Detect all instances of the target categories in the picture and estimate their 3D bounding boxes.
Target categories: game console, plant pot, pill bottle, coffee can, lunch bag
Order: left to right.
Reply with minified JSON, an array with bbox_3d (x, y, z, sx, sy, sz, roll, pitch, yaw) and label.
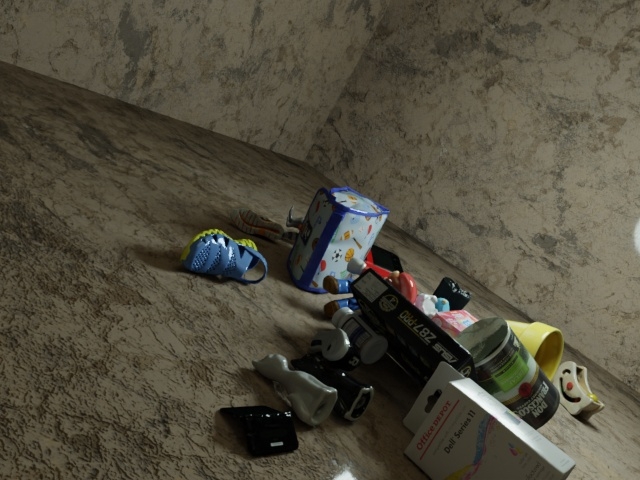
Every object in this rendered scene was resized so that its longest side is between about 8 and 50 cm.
[{"bbox_3d":[-0.114,0.354,1.120,0.122,0.071,0.107,13,51,-48],"label":"game console"},{"bbox_3d":[0.047,-0.008,2.080,0.239,0.327,0.385,28,15,11],"label":"lunch bag"},{"bbox_3d":[0.107,0.267,1.709,0.094,0.094,0.169,16,20,-45],"label":"pill bottle"},{"bbox_3d":[0.217,0.076,2.731,0.342,0.060,0.386,23,13,-4],"label":"game console"},{"bbox_3d":[0.522,0.386,1.710,0.275,0.201,0.201,51,9,-13],"label":"coffee can"},{"bbox_3d":[0.735,0.407,2.225,0.254,0.254,0.239,16,4,-45],"label":"plant pot"}]

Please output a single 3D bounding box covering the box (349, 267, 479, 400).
[{"bbox_3d":[0.263,0.288,1.642,0.395,0.097,0.318,42,-13,39],"label":"box"}]

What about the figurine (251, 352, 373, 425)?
[{"bbox_3d":[-0.025,0.313,1.324,0.209,0.092,0.215,30,11,40],"label":"figurine"}]

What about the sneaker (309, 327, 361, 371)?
[{"bbox_3d":[0.061,0.277,1.476,0.121,0.079,0.217,34,-12,-13],"label":"sneaker"}]

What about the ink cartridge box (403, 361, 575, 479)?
[{"bbox_3d":[0.328,0.444,1.286,0.353,0.207,0.119,37,15,33],"label":"ink cartridge box"}]

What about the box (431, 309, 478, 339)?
[{"bbox_3d":[0.464,0.343,2.050,0.142,0.154,0.300,39,15,29],"label":"box"}]

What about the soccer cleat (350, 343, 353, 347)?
[{"bbox_3d":[0.082,0.305,1.645,0.083,0.035,0.029,39,16,33],"label":"soccer cleat"}]

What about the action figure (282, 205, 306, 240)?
[{"bbox_3d":[0.000,0.000,2.415,0.330,0.178,0.341,31,-20,-2],"label":"action figure"}]

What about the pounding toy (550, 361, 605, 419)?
[{"bbox_3d":[1.008,0.576,2.319,0.155,0.154,0.269,24,15,-22],"label":"pounding toy"}]

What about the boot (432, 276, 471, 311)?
[{"bbox_3d":[0.430,0.222,2.290,0.246,0.207,0.094,34,14,19],"label":"boot"}]

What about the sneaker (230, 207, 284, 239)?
[{"bbox_3d":[-0.244,-0.061,2.228,0.215,0.084,0.083,26,0,-28],"label":"sneaker"}]

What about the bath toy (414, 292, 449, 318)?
[{"bbox_3d":[0.288,0.247,2.092,0.348,0.151,0.129,15,-15,-31],"label":"bath toy"}]

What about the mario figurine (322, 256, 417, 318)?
[{"bbox_3d":[0.157,0.172,1.901,0.321,0.198,0.170,-1,36,-22],"label":"mario figurine"}]

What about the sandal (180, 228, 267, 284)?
[{"bbox_3d":[-0.256,0.055,1.683,0.138,0.126,0.317,42,19,28],"label":"sandal"}]
